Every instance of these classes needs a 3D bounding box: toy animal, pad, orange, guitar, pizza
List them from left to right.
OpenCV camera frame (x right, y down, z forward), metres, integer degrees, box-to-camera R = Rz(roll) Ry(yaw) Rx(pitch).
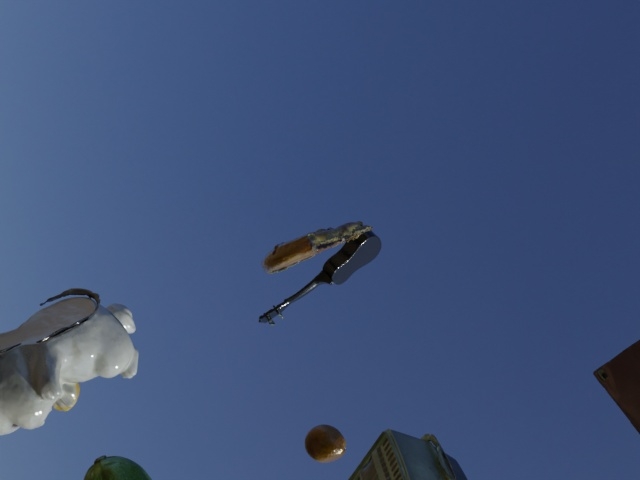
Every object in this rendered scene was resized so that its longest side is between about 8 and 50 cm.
[{"bbox_3d":[-0.432,0.190,1.306,0.208,0.325,0.154,-123,-161,-65],"label":"toy animal"},{"bbox_3d":[-0.001,0.076,1.641,0.038,0.271,0.084,49,-5,31],"label":"guitar"},{"bbox_3d":[0.000,0.000,1.276,0.036,0.176,0.184,67,-13,2],"label":"pizza"},{"bbox_3d":[0.010,0.405,1.765,0.085,0.085,0.085,16,-70,55],"label":"orange"},{"bbox_3d":[0.493,0.185,1.265,0.188,0.006,0.113,-47,-111,34],"label":"pad"}]

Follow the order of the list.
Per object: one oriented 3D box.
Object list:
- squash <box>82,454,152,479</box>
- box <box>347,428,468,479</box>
[{"bbox_3d":[-0.183,0.421,0.997,0.101,0.101,0.379,-18,-92,57],"label":"squash"},{"bbox_3d":[0.131,0.481,1.498,0.291,0.166,0.221,-58,-159,17],"label":"box"}]
